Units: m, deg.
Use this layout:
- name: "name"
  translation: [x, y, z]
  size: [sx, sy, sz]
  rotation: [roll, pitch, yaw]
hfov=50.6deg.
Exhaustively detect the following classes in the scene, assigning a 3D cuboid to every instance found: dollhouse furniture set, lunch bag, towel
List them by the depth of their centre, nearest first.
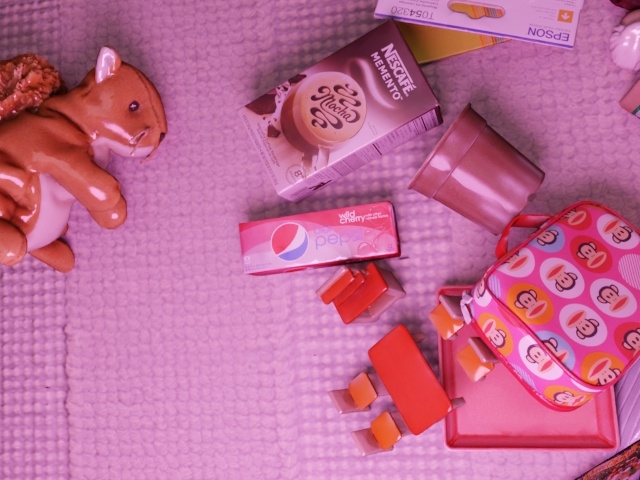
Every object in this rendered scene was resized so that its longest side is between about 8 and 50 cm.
- name: "lunch bag"
  translation: [0.355, 0.071, 0.968]
  size: [0.293, 0.120, 0.258]
  rotation: [-29, 66, -28]
- name: "dollhouse furniture set"
  translation: [0.109, 0.166, 1.041]
  size: [0.262, 0.135, 0.259]
  rotation: [-45, 59, 25]
- name: "towel"
  translation: [0.239, -0.370, 1.178]
  size: [0.237, 0.021, 0.102]
  rotation: [-13, 77, 9]

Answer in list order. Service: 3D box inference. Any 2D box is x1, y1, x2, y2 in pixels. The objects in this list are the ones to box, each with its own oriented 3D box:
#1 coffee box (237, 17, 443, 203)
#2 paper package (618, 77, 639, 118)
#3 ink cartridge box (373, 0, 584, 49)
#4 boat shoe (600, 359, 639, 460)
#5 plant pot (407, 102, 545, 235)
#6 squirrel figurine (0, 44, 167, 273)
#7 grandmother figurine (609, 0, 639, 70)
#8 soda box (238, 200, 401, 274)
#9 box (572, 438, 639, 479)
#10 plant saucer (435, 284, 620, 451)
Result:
- name: "coffee box"
  translation: [0.036, -0.210, 1.135]
  size: [0.297, 0.119, 0.168]
  rotation: [-29, 79, 11]
- name: "paper package"
  translation: [0.618, -0.284, 0.941]
  size: [0.309, 0.325, 0.168]
  rotation: [-42, 79, 3]
- name: "ink cartridge box"
  translation: [0.282, -0.472, 1.132]
  size: [0.323, 0.071, 0.330]
  rotation: [14, 77, 11]
- name: "boat shoe"
  translation: [0.527, 0.214, 1.014]
  size: [0.094, 0.109, 0.302]
  rotation: [25, 98, -10]
- name: "plant pot"
  translation: [0.253, -0.105, 1.080]
  size: [0.165, 0.167, 0.167]
  rotation: [35, 91, 5]
- name: "squirrel figurine"
  translation: [-0.474, -0.190, 1.166]
  size: [0.397, 0.281, 0.370]
  rotation: [40, 85, 9]
- name: "grandmother figurine"
  translation: [0.545, -0.444, 1.092]
  size: [0.207, 0.104, 0.343]
  rotation: [14, 90, 44]
- name: "soda box"
  translation: [0.000, 0.000, 1.146]
  size: [0.263, 0.083, 0.092]
  rotation: [-9, 82, 10]
- name: "box"
  translation: [0.375, 0.382, 0.952]
  size: [0.044, 0.159, 0.233]
  rotation: [47, 121, 11]
- name: "plant saucer"
  translation: [0.318, 0.198, 1.070]
  size: [0.258, 0.048, 0.259]
  rotation: [-3, 74, 10]
